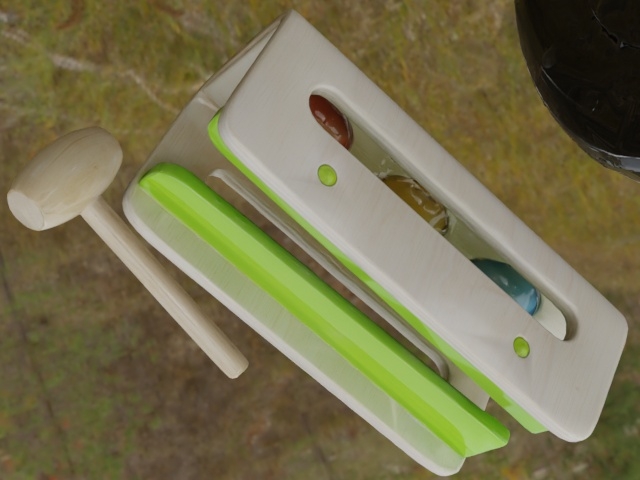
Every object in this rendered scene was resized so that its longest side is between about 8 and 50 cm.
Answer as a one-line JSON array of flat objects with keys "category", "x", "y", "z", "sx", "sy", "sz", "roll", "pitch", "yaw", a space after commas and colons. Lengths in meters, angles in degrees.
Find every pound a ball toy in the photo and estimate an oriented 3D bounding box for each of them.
[{"category": "pound a ball toy", "x": 0.000, "y": 0.000, "z": 0.698, "sx": 0.208, "sy": 0.319, "sz": 0.136, "roll": -31, "pitch": -157, "yaw": 50}]

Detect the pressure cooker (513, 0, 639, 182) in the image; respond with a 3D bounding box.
[{"category": "pressure cooker", "x": 0.404, "y": -0.186, "z": 0.849, "sx": 0.420, "sy": 0.375, "sz": 0.370, "roll": 6, "pitch": 116, "yaw": -30}]
